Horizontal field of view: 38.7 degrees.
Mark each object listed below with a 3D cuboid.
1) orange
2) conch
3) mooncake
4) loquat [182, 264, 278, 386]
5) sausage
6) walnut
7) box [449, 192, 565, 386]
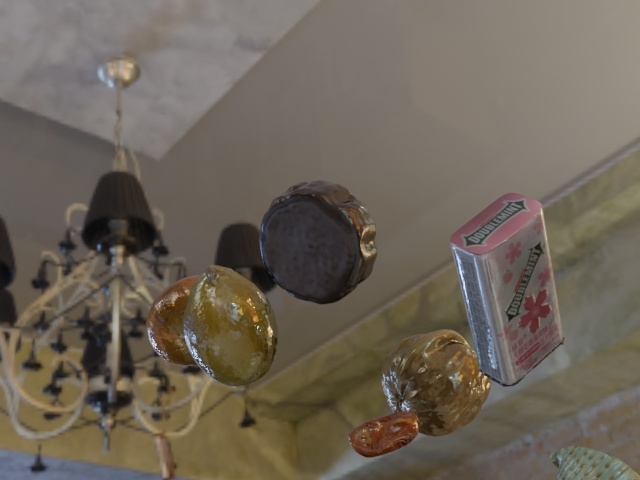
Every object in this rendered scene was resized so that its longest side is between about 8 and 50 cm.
[{"bbox_3d":[-0.306,0.201,2.227,0.240,0.171,0.240,-10,-60,-18],"label":"orange"},{"bbox_3d":[0.458,0.448,1.532,0.200,0.131,0.172,31,-26,18],"label":"conch"},{"bbox_3d":[0.000,0.000,2.093,0.283,0.283,0.141,-35,-3,36],"label":"mooncake"},{"bbox_3d":[-0.138,0.129,1.385,0.152,0.152,0.195,-8,-76,1],"label":"loquat"},{"bbox_3d":[0.148,0.448,2.104,0.179,0.089,0.089,-14,-31,-16],"label":"sausage"},{"bbox_3d":[0.306,0.374,2.430,0.285,0.285,0.296,18,0,-33],"label":"walnut"},{"bbox_3d":[0.378,0.107,1.809,0.190,0.112,0.369,-36,-53,-21],"label":"box"}]
